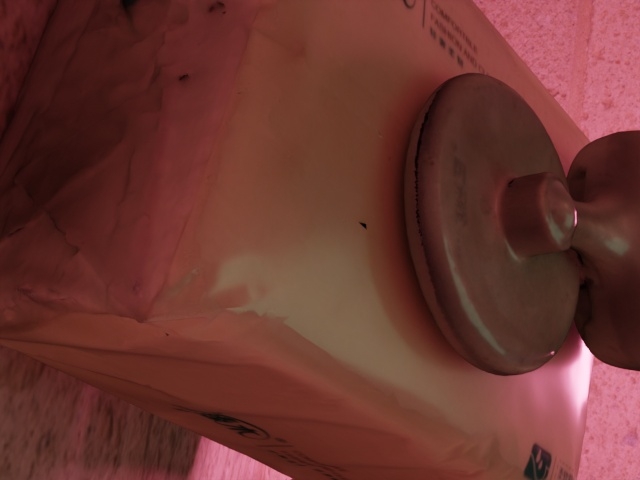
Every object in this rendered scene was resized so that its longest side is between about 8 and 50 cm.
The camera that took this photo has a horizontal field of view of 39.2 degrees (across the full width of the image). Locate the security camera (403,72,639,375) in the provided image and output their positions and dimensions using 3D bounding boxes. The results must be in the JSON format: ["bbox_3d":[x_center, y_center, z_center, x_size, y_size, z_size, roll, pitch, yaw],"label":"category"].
[{"bbox_3d":[0.156,-0.002,0.503,0.302,0.080,0.157,12,74,-46],"label":"security camera"}]

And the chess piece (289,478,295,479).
[{"bbox_3d":[-0.010,0.328,0.887,0.442,0.234,0.234,45,52,-69],"label":"chess piece"}]

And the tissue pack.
[{"bbox_3d":[0.012,-0.008,0.550,0.380,0.207,0.297,35,58,-41],"label":"tissue pack"}]
